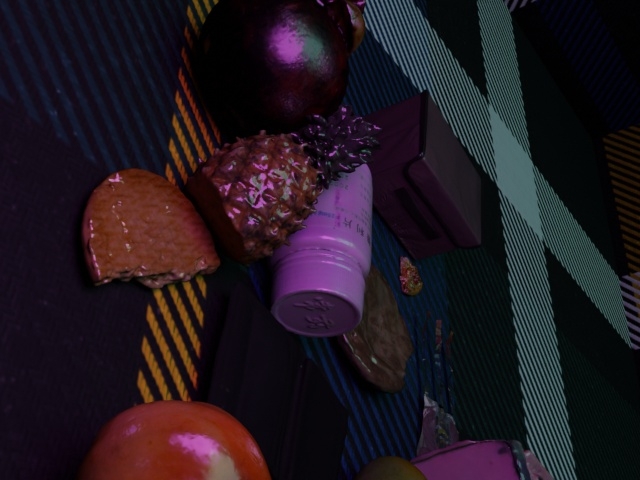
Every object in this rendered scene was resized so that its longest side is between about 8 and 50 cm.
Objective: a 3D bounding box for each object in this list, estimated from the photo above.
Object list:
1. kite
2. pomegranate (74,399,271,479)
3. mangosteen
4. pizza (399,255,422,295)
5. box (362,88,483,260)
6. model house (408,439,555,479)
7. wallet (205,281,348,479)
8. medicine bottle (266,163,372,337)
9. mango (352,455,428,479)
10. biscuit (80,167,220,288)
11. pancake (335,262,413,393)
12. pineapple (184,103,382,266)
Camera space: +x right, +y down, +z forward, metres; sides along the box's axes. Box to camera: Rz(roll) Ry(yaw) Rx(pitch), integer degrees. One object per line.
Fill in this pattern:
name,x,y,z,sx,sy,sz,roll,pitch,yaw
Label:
kite,0.219,0.313,1.643,0.204,0.022,0.361,38,46,-45
pomegranate,-0.136,0.246,0.859,0.209,0.209,0.209,39,41,-45
mangosteen,-0.043,-0.267,1.281,0.228,0.265,0.228,50,-5,6
pizza,0.169,0.064,1.702,0.083,0.025,0.078,-21,94,-61
box,0.187,-0.114,1.713,0.252,0.153,0.188,48,37,-37
model house,0.277,0.447,1.432,0.237,0.202,0.237,30,41,-54
wallet,-0.049,0.239,1.188,0.323,0.041,0.247,54,33,-35
medicine bottle,0.000,0.000,1.309,0.152,0.152,0.255,42,38,-42
mango,0.088,0.397,1.247,0.251,0.114,0.157,-53,135,-63
biscuit,-0.207,-0.014,1.073,0.224,0.033,0.145,-8,78,-62
pancake,0.084,0.140,1.488,0.222,0.042,0.236,42,36,-35
pineapple,-0.030,-0.089,1.195,0.278,0.157,0.158,-33,105,-22
